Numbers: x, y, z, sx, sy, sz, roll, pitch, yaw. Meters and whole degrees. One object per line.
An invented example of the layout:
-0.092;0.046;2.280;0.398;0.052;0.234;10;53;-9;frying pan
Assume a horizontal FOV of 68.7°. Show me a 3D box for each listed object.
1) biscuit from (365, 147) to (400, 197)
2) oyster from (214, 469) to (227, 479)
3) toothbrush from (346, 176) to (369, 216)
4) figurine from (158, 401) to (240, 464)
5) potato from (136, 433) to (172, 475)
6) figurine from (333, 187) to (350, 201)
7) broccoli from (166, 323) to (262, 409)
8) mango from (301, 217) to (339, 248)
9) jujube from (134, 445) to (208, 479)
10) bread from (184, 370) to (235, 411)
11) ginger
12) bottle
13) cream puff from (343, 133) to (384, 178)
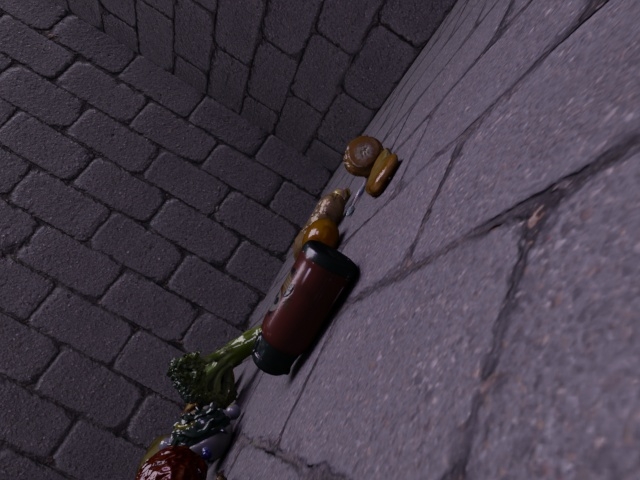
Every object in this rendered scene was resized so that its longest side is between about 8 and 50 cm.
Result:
0.192;-0.219;1.508;0.154;0.045;0.299;-59;5;15;biscuit
-0.245;0.592;1.097;0.148;0.051;0.103;104;-174;-50;oyster
0.161;-0.201;1.788;0.027;0.021;0.269;-18;40;62;toothbrush
-0.379;0.617;1.518;0.261;0.186;0.382;-39;-8;-21;figurine
-0.558;0.834;1.748;0.203;0.218;0.351;-34;1;-7;potato
0.077;-0.157;2.130;0.083;0.083;0.187;-124;52;-84;figurine
-0.364;0.487;1.795;0.397;0.274;0.353;-32;-5;-34;broccoli
-0.003;0.004;1.685;0.151;0.120;0.221;-58;-2;-21;mango
-0.393;0.661;1.219;0.213;0.213;0.232;-60;15;-1;jujube
-0.491;0.699;2.129;0.333;0.160;0.333;-59;8;13;bread
-0.012;-0.045;1.966;0.354;0.126;0.190;-60;0;14;ginger
-0.049;0.174;1.133;0.336;0.144;0.144;-61;5;10;bottle
0.163;-0.309;1.754;0.165;0.150;0.115;-24;-16;-4;cream puff
